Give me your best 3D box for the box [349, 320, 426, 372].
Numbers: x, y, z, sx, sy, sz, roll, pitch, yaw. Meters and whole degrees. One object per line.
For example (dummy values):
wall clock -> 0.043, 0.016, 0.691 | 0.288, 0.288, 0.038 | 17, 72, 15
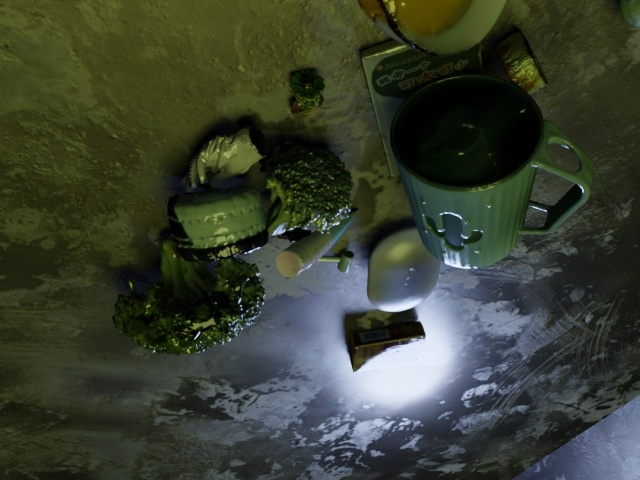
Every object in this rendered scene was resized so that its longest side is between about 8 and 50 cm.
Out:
box -> 0.218, 0.353, 2.232 | 0.240, 0.071, 0.159 | -8, 135, -9

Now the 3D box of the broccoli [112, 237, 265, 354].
broccoli -> -0.321, 0.154, 1.706 | 0.277, 0.338, 0.317 | -7, 122, -53

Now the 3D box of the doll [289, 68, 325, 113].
doll -> -0.024, -0.302, 1.464 | 0.078, 0.076, 0.113 | -18, 139, -11

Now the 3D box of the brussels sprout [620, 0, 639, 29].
brussels sprout -> 0.712, -0.504, 1.445 | 0.152, 0.149, 0.122 | 26, 141, -18

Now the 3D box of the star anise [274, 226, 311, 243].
star anise -> -0.054, -0.055, 1.723 | 0.141, 0.158, 0.144 | 10, 95, -35

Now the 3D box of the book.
book -> 0.251, -0.320, 1.560 | 0.260, 0.043, 0.371 | -20, 138, 3

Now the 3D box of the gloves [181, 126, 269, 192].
gloves -> -0.220, -0.177, 1.513 | 0.229, 0.097, 0.119 | -30, 138, 17

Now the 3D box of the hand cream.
hand cream -> 0.000, 0.000, 1.694 | 0.312, 0.070, 0.111 | -36, 162, -55

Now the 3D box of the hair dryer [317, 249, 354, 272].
hair dryer -> 0.029, 0.057, 1.889 | 0.124, 0.038, 0.063 | 3, 134, -12

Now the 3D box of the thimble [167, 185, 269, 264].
thimble -> -0.230, -0.043, 1.553 | 0.237, 0.237, 0.150 | -9, 104, -8

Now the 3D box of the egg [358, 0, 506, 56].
egg -> 0.176, -0.510, 1.219 | 0.337, 0.201, 0.337 | -12, 116, -25

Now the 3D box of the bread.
bread -> 0.445, -0.381, 1.487 | 0.069, 0.140, 0.128 | -28, 132, 24

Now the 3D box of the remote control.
remote control -> 0.240, 0.085, 1.932 | 0.221, 0.103, 0.332 | -13, 138, -13

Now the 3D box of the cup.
cup -> 0.362, -0.119, 1.512 | 0.310, 0.401, 0.392 | -41, 147, -13

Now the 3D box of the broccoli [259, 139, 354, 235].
broccoli -> -0.055, -0.111, 1.583 | 0.247, 0.263, 0.243 | 39, 128, -7
